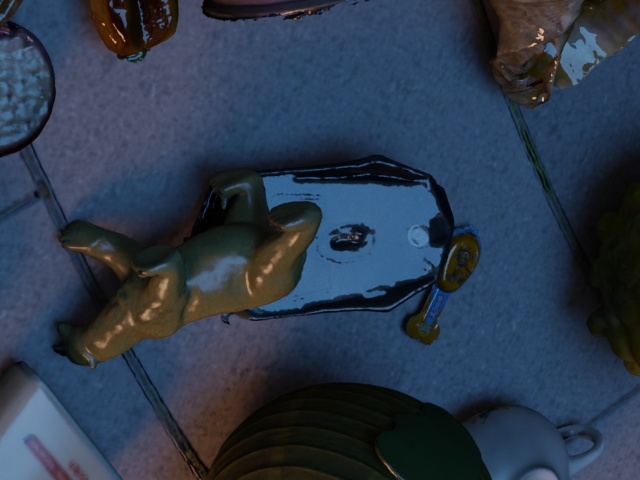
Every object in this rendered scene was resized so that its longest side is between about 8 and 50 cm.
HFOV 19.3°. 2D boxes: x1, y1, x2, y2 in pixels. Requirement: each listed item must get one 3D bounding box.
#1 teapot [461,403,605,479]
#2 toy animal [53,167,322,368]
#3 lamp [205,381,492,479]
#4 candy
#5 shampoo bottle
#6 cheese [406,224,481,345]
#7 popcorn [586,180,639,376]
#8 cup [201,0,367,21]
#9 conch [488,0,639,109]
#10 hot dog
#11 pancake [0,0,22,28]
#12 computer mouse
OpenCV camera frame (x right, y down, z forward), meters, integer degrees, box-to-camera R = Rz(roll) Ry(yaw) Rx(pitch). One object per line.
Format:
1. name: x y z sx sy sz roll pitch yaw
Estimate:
1. teapot: 0.170 0.216 1.679 0.226 0.092 0.145 -18 117 -31
2. toy animal: -0.103 0.028 1.406 0.219 0.103 0.101 -20 125 -7
3. lamp: 0.029 0.224 1.511 0.284 0.250 0.250 -50 139 -60
4. candy: -0.235 -0.107 1.322 0.103 0.043 0.103 -12 113 -29
5. shampoo bottle: -0.280 0.238 1.397 0.284 0.071 0.153 -44 123 -15
6. cheese: 0.107 0.037 1.615 0.047 0.017 0.111 24 93 -34
7. popcorn: 0.361 0.034 1.658 0.225 0.249 0.249 -13 114 -47
8. cup: -0.024 -0.318 1.311 0.203 0.203 0.288 -23 111 -25
9. conch: 0.193 -0.248 1.492 0.210 0.159 0.291 -28 159 -32
10. hot dog: -0.140 -0.220 1.338 0.072 0.055 0.188 -15 114 -32
11. pancake: -0.244 -0.181 1.259 0.115 0.011 0.115 -13 114 -31
12. computer mouse: -0.001 -0.002 1.499 0.231 0.071 0.126 -8 98 -19
